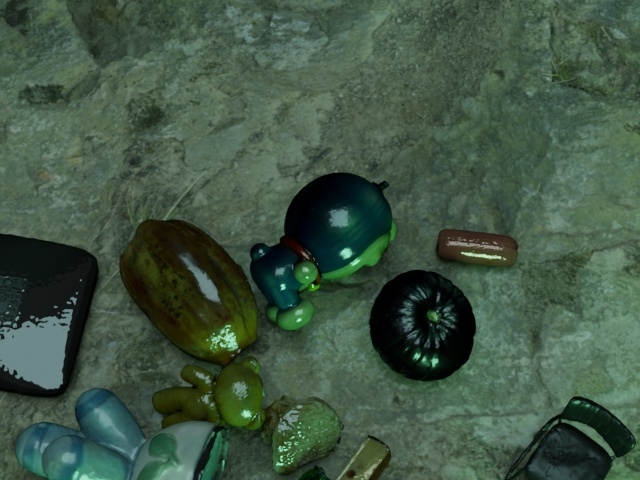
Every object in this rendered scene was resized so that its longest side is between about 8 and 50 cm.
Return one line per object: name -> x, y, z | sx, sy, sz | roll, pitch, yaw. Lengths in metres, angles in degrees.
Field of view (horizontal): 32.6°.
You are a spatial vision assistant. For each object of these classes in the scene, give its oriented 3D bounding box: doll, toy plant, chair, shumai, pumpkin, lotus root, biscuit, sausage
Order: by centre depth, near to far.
toy plant -> -0.337, 0.371, 1.787 | 0.332, 0.247, 0.247 | 16, 67, 5
chair -> 0.417, 0.366, 1.815 | 0.140, 0.221, 0.145 | 36, 69, 13
biscuit -> 0.050, 0.422, 1.872 | 0.056, 0.052, 0.188 | 29, 67, 24
shumai -> -0.046, 0.323, 1.891 | 0.145, 0.145, 0.116 | -41, 32, -17
doll -> -0.188, 0.276, 1.895 | 0.210, 0.097, 0.137 | -12, 88, 21
pumpkin -> 0.181, 0.153, 1.949 | 0.202, 0.140, 0.202 | 6, 69, -16
lotus root -> -0.221, 0.094, 1.954 | 0.193, 0.193, 0.291 | -37, 71, -16
doll -> 0.004, 0.002, 1.956 | 0.322, 0.198, 0.186 | -43, 107, -14
sausage -> 0.295, 0.014, 2.054 | 0.154, 0.062, 0.062 | 7, 66, 0

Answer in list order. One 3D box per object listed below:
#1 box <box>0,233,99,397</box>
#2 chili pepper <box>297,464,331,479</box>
box -> -0.566, 0.130, 1.971 | 0.290, 0.073, 0.288 | 9, 67, 2
chili pepper -> -0.080, 0.458, 1.833 | 0.224, 0.098, 0.061 | -35, 101, -7
